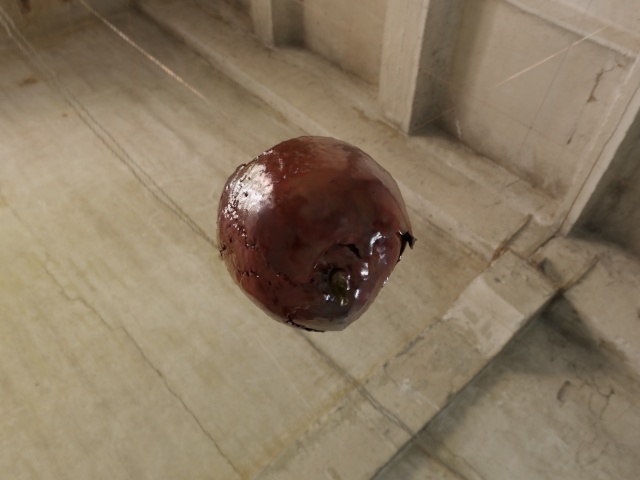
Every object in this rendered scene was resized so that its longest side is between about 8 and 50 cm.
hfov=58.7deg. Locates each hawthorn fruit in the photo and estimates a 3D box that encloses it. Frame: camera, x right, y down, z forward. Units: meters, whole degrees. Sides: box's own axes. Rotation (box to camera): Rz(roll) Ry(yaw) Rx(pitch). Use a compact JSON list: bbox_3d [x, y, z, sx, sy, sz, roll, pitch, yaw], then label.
[{"bbox_3d":[0.000,0.000,0.413,0.172,0.148,0.148,-124,-166,-68],"label":"hawthorn fruit"}]
